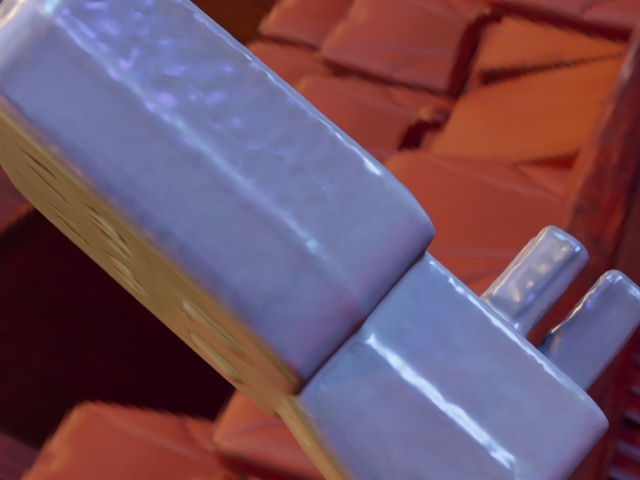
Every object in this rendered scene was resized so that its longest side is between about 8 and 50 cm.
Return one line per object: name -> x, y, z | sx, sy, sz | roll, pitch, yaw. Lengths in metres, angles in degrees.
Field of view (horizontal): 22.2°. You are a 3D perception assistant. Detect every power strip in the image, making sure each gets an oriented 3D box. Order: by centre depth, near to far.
power strip -> 0.000, 0.000, 0.637 | 0.141, 0.261, 0.229 | -48, -4, -9
